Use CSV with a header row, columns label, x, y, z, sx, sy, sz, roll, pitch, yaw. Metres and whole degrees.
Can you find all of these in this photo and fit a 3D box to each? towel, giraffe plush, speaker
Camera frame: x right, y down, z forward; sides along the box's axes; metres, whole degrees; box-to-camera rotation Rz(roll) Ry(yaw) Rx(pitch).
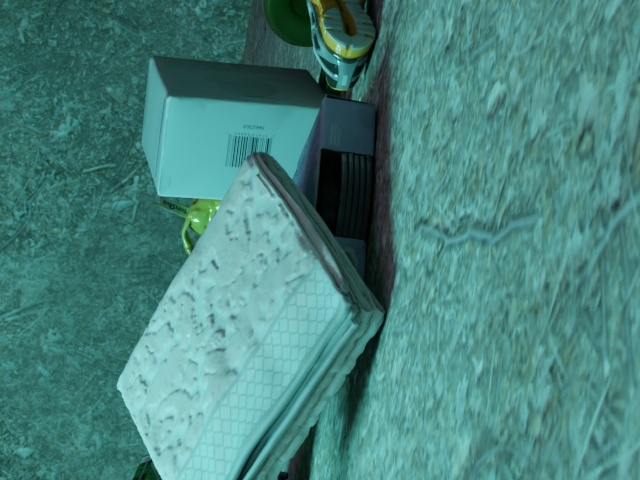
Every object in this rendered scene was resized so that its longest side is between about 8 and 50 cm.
label,x,y,z,sx,sy,sz,roll,pitch,yaw
towel,-0.091,0.113,1.543,0.332,0.053,0.317,-58,36,17
giraffe plush,-0.123,-0.069,2.324,0.170,0.210,0.181,-29,63,45
speaker,-0.026,-0.362,2.056,0.296,0.131,0.131,-100,21,-67

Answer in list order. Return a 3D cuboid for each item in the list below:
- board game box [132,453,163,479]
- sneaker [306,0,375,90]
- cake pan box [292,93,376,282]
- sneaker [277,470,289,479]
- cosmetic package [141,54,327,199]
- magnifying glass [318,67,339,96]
label,x,y,z,sx,sy,sz,roll,pitch,yaw
board game box,-0.214,0.458,2.199,0.136,0.030,0.259,-69,-44,-70
sneaker,0.019,-0.267,1.797,0.215,0.084,0.083,-92,9,-50
cake pan box,0.000,0.000,1.671,0.267,0.070,0.245,114,161,-61
sneaker,-0.080,0.264,1.710,0.130,0.147,0.330,-31,-39,-42
cosmetic package,-0.110,-0.146,1.930,0.224,0.224,0.138,-118,35,-66
magnifying glass,0.001,-0.171,2.026,0.092,0.026,0.231,-92,15,-51
